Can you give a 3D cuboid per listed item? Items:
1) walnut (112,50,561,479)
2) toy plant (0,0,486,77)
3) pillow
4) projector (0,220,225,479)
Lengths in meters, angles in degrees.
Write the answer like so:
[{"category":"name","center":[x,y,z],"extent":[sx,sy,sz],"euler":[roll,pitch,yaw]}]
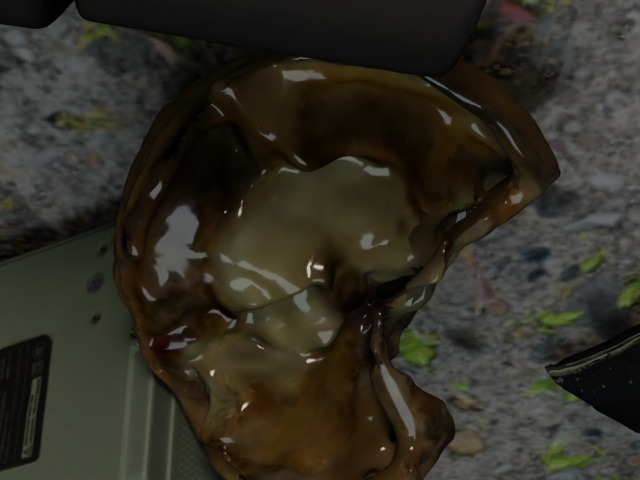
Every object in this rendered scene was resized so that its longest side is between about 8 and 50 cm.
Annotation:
[{"category":"walnut","center":[-0.012,0.001,0.934],"extent":[0.204,0.141,0.238],"euler":[16,105,-22]},{"category":"toy plant","center":[-0.129,-0.175,0.701],"extent":[0.400,0.185,0.279],"euler":[15,170,-4]},{"category":"pillow","center":[0.253,0.098,1.125],"extent":[0.208,0.055,0.141],"euler":[27,143,-27]},{"category":"projector","center":[-0.139,0.120,1.001],"extent":[0.192,0.256,0.099],"euler":[-18,139,23]}]
